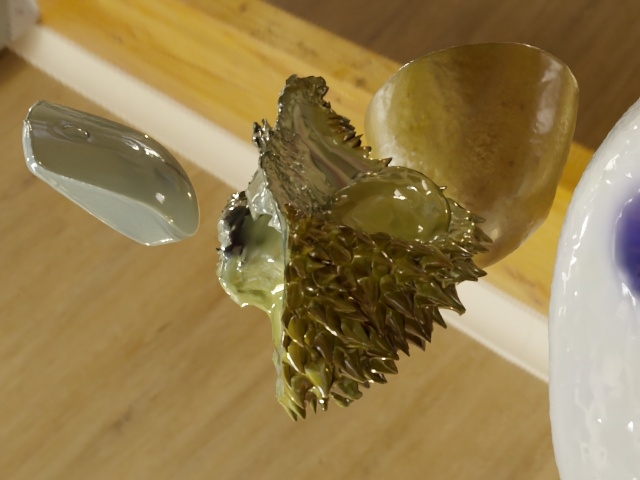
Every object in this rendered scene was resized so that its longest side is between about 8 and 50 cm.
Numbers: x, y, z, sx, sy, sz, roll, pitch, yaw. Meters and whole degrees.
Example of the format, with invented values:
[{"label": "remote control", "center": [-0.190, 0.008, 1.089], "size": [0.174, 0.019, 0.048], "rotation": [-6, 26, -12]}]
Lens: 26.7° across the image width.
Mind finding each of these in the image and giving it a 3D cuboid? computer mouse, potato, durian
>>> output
[{"label": "computer mouse", "center": [-0.221, -0.079, 1.471], "size": [0.079, 0.231, 0.128], "rotation": [-41, -143, 24]}, {"label": "potato", "center": [0.123, -0.048, 1.135], "size": [0.203, 0.178, 0.158], "rotation": [-22, -132, 37]}, {"label": "durian", "center": [0.000, 0.000, 0.853], "size": [0.172, 0.166, 0.306], "rotation": [-43, -158, 21]}]

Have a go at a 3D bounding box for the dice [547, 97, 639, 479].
[{"label": "dice", "center": [0.302, 0.061, 0.572], "size": [0.304, 0.277, 0.304], "rotation": [-5, -173, -37]}]
